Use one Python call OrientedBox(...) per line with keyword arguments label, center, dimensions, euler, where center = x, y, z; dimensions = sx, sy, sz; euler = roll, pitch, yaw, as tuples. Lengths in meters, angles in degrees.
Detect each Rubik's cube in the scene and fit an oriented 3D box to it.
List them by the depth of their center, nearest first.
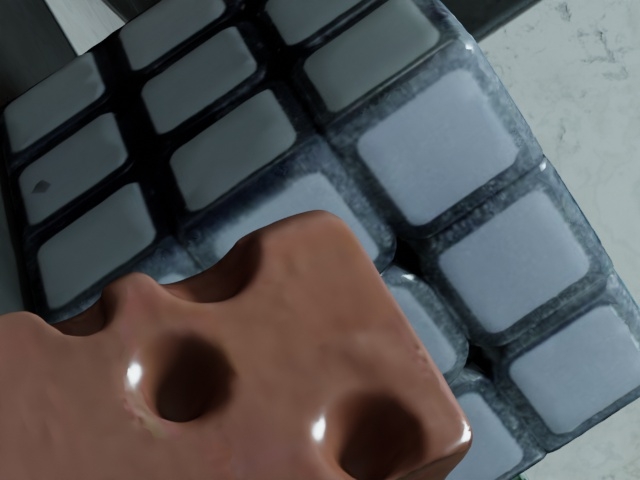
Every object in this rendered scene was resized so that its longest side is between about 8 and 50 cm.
OrientedBox(label="Rubik's cube", center=(0.000, 0.000, 1.102), dimensions=(0.305, 0.304, 0.301), euler=(51, 6, -34))

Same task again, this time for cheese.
OrientedBox(label="cheese", center=(-0.081, 0.094, 0.605), dimensions=(0.177, 0.203, 0.128), euler=(-1, 53, -46))

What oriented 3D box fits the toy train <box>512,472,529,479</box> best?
OrientedBox(label="toy train", center=(0.126, 0.275, 1.407), dimensions=(0.307, 0.173, 0.249), euler=(57, -4, 7))
